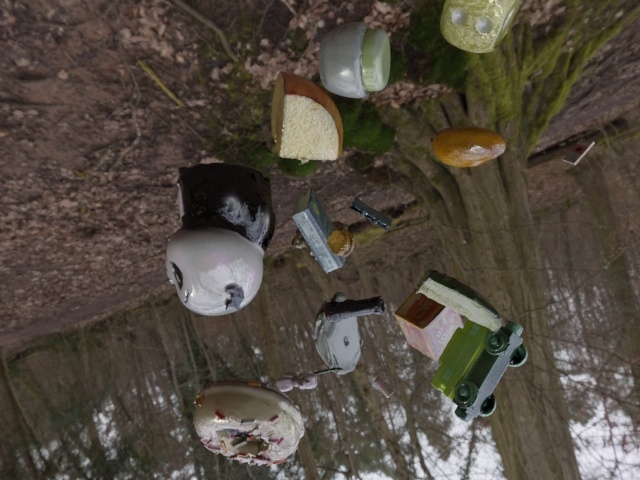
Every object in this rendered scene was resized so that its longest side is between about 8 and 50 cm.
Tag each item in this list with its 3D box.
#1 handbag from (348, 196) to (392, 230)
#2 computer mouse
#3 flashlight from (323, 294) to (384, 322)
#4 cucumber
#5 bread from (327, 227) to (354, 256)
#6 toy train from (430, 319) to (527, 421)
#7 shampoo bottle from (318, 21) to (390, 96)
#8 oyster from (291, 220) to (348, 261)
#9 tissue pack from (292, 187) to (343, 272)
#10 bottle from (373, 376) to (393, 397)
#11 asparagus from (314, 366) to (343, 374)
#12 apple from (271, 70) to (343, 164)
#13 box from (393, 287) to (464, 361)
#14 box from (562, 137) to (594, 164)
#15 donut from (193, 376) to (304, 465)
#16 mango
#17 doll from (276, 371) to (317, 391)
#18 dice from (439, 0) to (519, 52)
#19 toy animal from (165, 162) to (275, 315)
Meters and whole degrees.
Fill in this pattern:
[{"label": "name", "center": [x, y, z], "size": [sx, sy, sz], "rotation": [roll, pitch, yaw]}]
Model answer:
[{"label": "handbag", "center": [0.245, -0.124, 2.035], "size": [0.057, 0.221, 0.144], "rotation": [-57, 179, 17]}, {"label": "computer mouse", "center": [0.067, 0.429, 1.910], "size": [0.145, 0.429, 0.228], "rotation": [16, -141, 42]}, {"label": "flashlight", "center": [0.130, 0.258, 1.590], "size": [0.231, 0.093, 0.093], "rotation": [-16, -173, 25]}, {"label": "cucumber", "center": [0.521, 0.209, 1.524], "size": [0.105, 0.325, 0.145], "rotation": [-52, 166, -36]}, {"label": "bread", "center": [0.056, 0.004, 1.196], "size": [0.083, 0.081, 0.046], "rotation": [14, -172, 31]}, {"label": "toy train", "center": [0.635, 0.499, 1.696], "size": [0.442, 0.179, 0.272], "rotation": [-58, -153, -2]}, {"label": "shampoo bottle", "center": [0.153, -0.830, 1.925], "size": [0.317, 0.323, 0.322], "rotation": [7, -166, 16]}, {"label": "oyster", "center": [0.001, -0.008, 1.814], "size": [0.337, 0.133, 0.198], "rotation": [15, -102, 53]}, {"label": "tissue pack", "center": [-0.006, -0.035, 1.488], "size": [0.081, 0.257, 0.185], "rotation": [-23, -155, 17]}, {"label": "bottle", "center": [0.296, 0.690, 1.957], "size": [0.045, 0.096, 0.045], "rotation": [-41, 166, -13]}, {"label": "asparagus", "center": [0.032, 0.498, 1.588], "size": [0.114, 0.015, 0.014], "rotation": [-14, 166, 11]}, {"label": "apple", "center": [-0.067, -0.406, 1.394], "size": [0.252, 0.314, 0.309], "rotation": [-35, -147, 18]}, {"label": "box", "center": [0.573, 0.417, 2.164], "size": [0.259, 0.284, 0.213], "rotation": [-44, -144, -19]}, {"label": "box", "center": [0.790, -0.273, 1.275], "size": [0.083, 0.012, 0.046], "rotation": [-52, -148, 10]}, {"label": "donut", "center": [-0.240, 0.598, 1.344], "size": [0.382, 0.383, 0.142], "rotation": [-18, -148, 26]}, {"label": "mango", "center": [0.432, -0.273, 1.209], "size": [0.227, 0.147, 0.109], "rotation": [16, -105, 50]}, {"label": "doll", "center": [-0.090, 0.570, 1.680], "size": [0.159, 0.059, 0.161], "rotation": [-10, 174, 12]}, {"label": "dice", "center": [0.441, -0.637, 1.144], "size": [0.166, 0.169, 0.169], "rotation": [-49, 161, -31]}, {"label": "toy animal", "center": [-0.217, 0.006, 0.906], "size": [0.250, 0.310, 0.251], "rotation": [-3, 168, -1]}]
